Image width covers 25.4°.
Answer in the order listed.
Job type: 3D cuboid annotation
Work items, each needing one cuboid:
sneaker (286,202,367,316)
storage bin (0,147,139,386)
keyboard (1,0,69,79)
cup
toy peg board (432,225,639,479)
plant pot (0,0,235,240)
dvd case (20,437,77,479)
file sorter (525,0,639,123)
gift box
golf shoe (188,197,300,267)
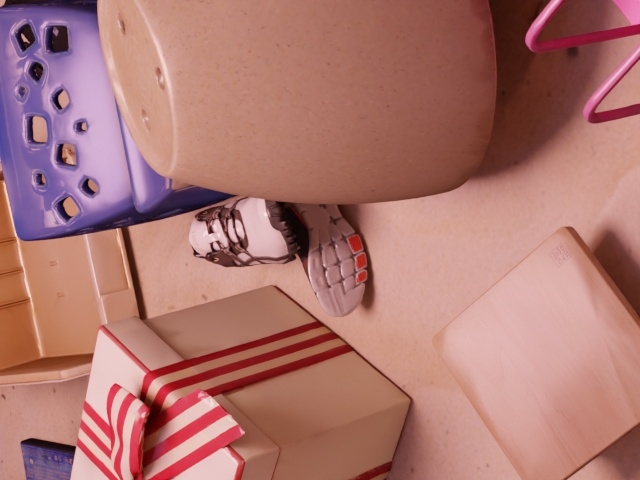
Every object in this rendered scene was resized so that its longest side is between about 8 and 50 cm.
[{"bbox_3d":[0.000,0.000,1.384,0.065,0.061,0.158,145,111,-69],"label":"sneaker"},{"bbox_3d":[-0.345,0.034,1.709,0.260,0.123,0.262,-10,93,49],"label":"storage bin"},{"bbox_3d":[-0.321,-0.244,1.685,0.180,0.023,0.108,49,125,28],"label":"keyboard"},{"bbox_3d":[-0.043,-0.166,1.161,0.331,0.237,0.331,51,151,44],"label":"cup"},{"bbox_3d":[0.206,0.098,1.173,0.160,0.079,0.161,-44,67,27],"label":"toy peg board"},{"bbox_3d":[-0.168,-0.133,1.398,0.212,0.236,0.236,-5,96,41],"label":"plant pot"},{"bbox_3d":[-0.318,0.390,1.852,0.180,0.022,0.253,0,100,47],"label":"dvd case"},{"bbox_3d":[0.238,-0.199,0.961,0.291,0.182,0.202,58,136,20],"label":"file sorter"},{"bbox_3d":[-0.082,0.211,1.367,0.276,0.258,0.255,33,124,39],"label":"gift box"},{"bbox_3d":[-0.077,-0.004,1.375,0.198,0.093,0.077,138,119,-74],"label":"golf shoe"}]
